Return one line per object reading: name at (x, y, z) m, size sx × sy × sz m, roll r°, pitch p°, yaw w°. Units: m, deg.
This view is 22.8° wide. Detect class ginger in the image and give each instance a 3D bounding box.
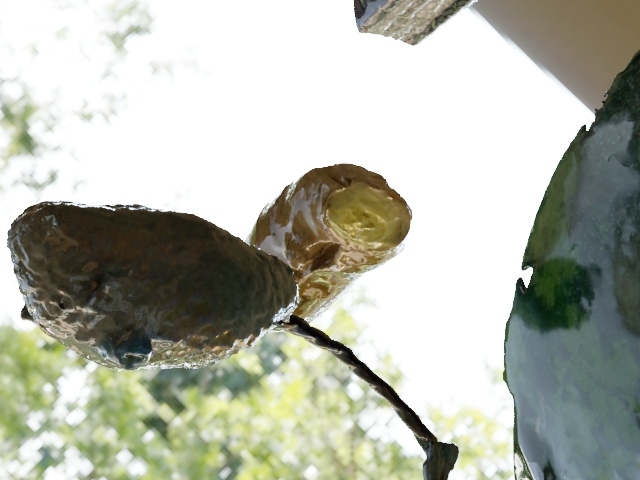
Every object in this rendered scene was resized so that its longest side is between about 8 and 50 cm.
ginger at (-0.011, 0.008, 1.000) m, size 0.205 × 0.115 × 0.081 m, roll 117°, pitch -43°, yaw -75°

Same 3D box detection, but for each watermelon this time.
watermelon at (0.228, -0.050, 0.651) m, size 0.319 × 0.292 × 0.222 m, roll -27°, pitch -96°, yaw 60°

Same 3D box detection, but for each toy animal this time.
toy animal at (-0.034, 0.045, 0.727) m, size 0.253 × 0.079 × 0.070 m, roll 29°, pitch -2°, yaw -30°

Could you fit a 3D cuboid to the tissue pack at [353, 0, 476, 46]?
tissue pack at (0.068, -0.175, 0.749) m, size 0.051 × 0.112 × 0.156 m, roll 9°, pitch -23°, yaw -29°
